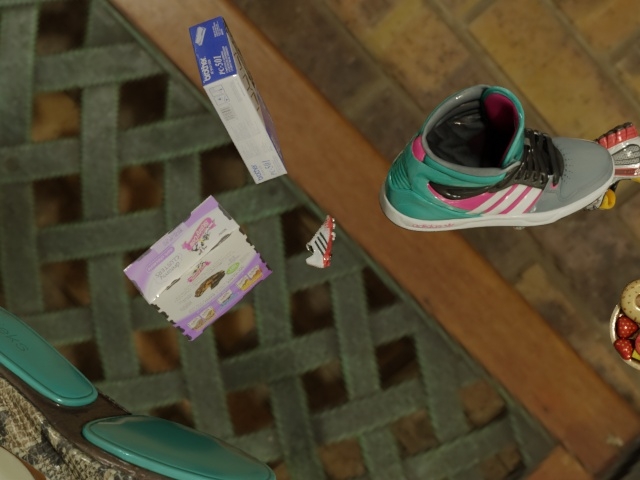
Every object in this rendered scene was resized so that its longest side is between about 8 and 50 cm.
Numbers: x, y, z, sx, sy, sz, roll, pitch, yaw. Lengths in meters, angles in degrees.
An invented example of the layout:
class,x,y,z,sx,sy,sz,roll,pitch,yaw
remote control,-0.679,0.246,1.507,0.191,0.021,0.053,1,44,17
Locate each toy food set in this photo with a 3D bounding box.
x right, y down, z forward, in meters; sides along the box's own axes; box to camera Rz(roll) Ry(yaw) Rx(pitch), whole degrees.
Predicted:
class,x,y,z,sx,sy,sz,roll,pitch,yaw
toy food set,0.313,0.082,1.163,0.082,0.083,0.020,22,-2,9

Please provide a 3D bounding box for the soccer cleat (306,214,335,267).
class,x,y,z,sx,sy,sz,roll,pitch,yaw
soccer cleat,0.000,0.000,1.613,0.029,0.035,0.083,88,7,-53

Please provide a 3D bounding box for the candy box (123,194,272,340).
class,x,y,z,sx,sy,sz,roll,pitch,yaw
candy box,-0.172,0.044,1.788,0.070,0.165,0.196,48,-5,23

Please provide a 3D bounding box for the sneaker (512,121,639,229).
class,x,y,z,sx,sy,sz,roll,pitch,yaw
sneaker,0.353,-0.070,1.716,0.093,0.225,0.088,58,34,2

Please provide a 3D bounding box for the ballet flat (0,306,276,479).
class,x,y,z,sx,sy,sz,roll,pitch,yaw
ballet flat,-0.254,0.228,1.312,0.483,0.182,0.164,25,12,27

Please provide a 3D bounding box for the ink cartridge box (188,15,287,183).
class,x,y,z,sx,sy,sz,roll,pitch,yaw
ink cartridge box,-0.098,-0.167,1.509,0.207,0.046,0.097,64,8,-56

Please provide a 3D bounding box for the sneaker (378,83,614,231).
class,x,y,z,sx,sy,sz,roll,pitch,yaw
sneaker,0.223,-0.104,1.433,0.178,0.295,0.124,108,-31,-61
